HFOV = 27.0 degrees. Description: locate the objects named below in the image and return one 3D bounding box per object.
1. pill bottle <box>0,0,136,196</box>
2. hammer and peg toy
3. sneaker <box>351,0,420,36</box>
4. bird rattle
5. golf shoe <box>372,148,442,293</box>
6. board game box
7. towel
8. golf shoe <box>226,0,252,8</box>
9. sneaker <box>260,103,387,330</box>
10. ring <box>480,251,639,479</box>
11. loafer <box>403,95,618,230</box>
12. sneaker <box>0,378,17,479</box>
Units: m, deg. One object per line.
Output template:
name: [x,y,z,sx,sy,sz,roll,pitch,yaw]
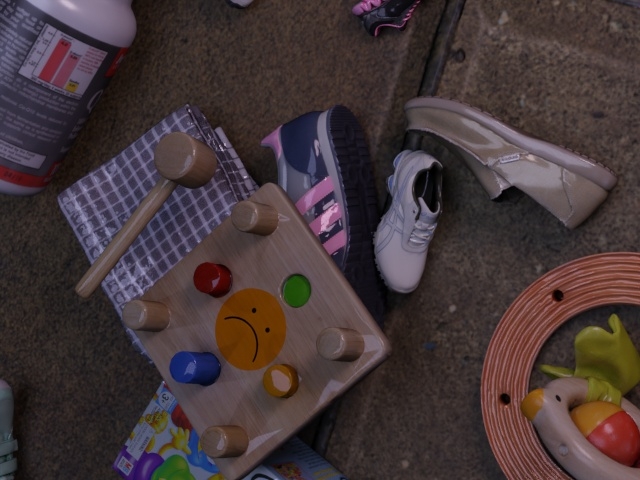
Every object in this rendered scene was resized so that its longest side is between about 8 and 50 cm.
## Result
pill bottle: [-0.372,-0.257,1.759,0.210,0.210,0.363,39,105,20]
hammer and peg toy: [-0.109,0.068,1.559,0.266,0.127,0.361,-42,68,16]
sneaker: [0.100,-0.288,1.639,0.119,0.047,0.057,-22,100,25]
bird rattle: [0.315,0.218,1.418,0.143,0.207,0.253,-51,60,35]
golf shoe: [0.110,-0.020,1.594,0.069,0.086,0.176,3,94,-20]
board game box: [-0.096,0.305,1.661,0.275,0.144,0.142,37,105,22]
towel: [-0.186,-0.010,1.720,0.235,0.121,0.283,-37,75,19]
golf shoe: [-0.077,-0.383,1.678,0.094,0.077,0.198,22,116,30]
sneaker: [0.000,0.000,1.649,0.131,0.112,0.319,-11,79,31]
ring: [0.346,0.181,1.521,0.337,0.032,0.336,-1,88,24]
loafer: [0.207,-0.092,1.549,0.268,0.102,0.092,25,94,22]
sneaker: [-0.432,0.326,1.842,0.151,0.094,0.256,24,109,29]
